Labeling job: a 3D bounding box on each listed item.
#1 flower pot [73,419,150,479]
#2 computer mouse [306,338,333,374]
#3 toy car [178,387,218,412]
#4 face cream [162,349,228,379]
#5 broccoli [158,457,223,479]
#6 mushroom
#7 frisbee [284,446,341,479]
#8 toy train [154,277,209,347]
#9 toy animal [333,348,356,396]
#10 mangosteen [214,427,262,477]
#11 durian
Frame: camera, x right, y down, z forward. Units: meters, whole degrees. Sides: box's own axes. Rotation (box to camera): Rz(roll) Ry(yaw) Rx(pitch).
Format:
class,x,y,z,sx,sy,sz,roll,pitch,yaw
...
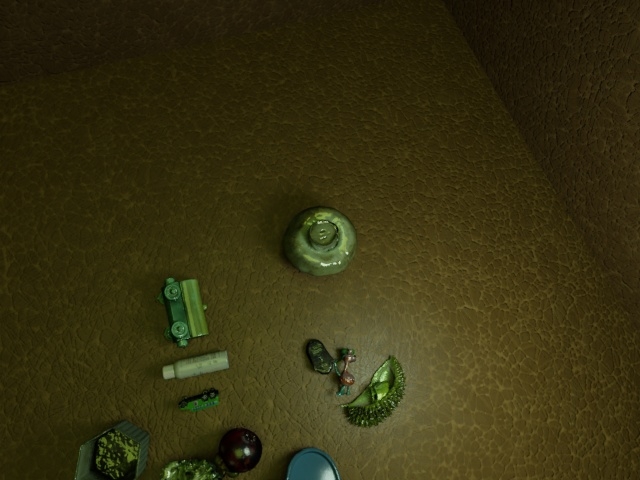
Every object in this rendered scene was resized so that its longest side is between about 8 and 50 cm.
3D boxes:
class,x,y,z,sx,sy,sz,roll,pitch,yaw
flower pot,-0.774,0.813,1.528,0.239,0.189,0.209,-27,82,-16
computer mouse,-0.005,0.530,1.845,0.099,0.057,0.172,-24,69,-15
toy car,-0.505,0.671,1.691,0.165,0.071,0.062,-12,91,-15
face cream,-0.529,0.532,1.720,0.269,0.082,0.082,-9,76,-13
broccoli,-0.491,0.941,1.510,0.247,0.243,0.263,-38,83,21
mushroom,0.000,0.000,1.892,0.352,0.260,0.352,3,68,-8
frisbee,-0.033,1.003,1.651,0.289,0.049,0.289,27,43,-28
toy train,-0.597,0.306,1.767,0.189,0.126,0.307,-3,71,-46
toy animal,0.105,0.592,1.828,0.103,0.100,0.208,10,76,-7
mangosteen,-0.332,0.855,1.623,0.200,0.200,0.200,3,73,-11
durian,0.269,0.708,1.841,0.355,0.157,0.169,-38,49,-20
